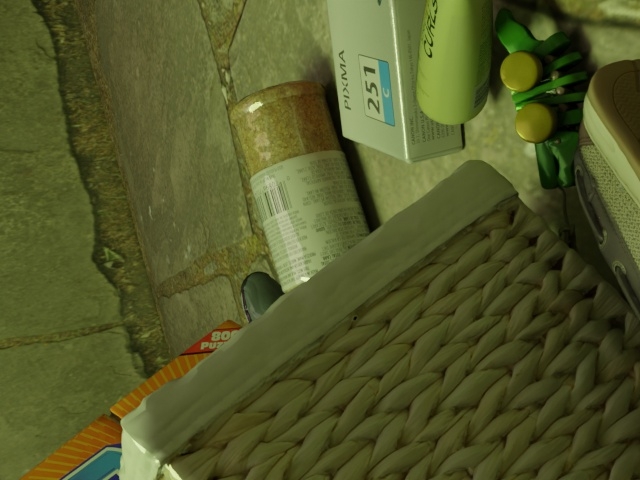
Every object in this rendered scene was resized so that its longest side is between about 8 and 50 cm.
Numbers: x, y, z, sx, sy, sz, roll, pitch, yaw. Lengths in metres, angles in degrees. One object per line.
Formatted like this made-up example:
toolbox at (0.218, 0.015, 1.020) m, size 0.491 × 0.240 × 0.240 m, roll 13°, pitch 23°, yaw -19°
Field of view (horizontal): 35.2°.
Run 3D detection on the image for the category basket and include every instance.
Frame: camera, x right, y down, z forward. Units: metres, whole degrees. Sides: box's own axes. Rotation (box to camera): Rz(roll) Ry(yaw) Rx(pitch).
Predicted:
basket at (0.064, 0.182, 0.732) m, size 0.266 × 0.331 × 0.328 m, roll 44°, pitch 151°, yaw 17°

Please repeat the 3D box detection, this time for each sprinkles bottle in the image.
sprinkles bottle at (0.000, 0.000, 1.155) m, size 0.121 × 0.121 × 0.356 m, roll 141°, pitch 113°, yaw -70°

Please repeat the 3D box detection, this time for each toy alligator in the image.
toy alligator at (0.172, -0.079, 0.713) m, size 0.051 × 0.056 × 0.190 m, roll -18°, pitch 87°, yaw 31°

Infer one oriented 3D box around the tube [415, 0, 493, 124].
tube at (0.099, -0.164, 0.732) m, size 0.070 × 0.062 × 0.240 m, roll 52°, pitch 172°, yaw 18°

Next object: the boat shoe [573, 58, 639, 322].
boat shoe at (0.224, 0.024, 0.570) m, size 0.092 × 0.102 × 0.285 m, roll 95°, pitch 158°, yaw -57°

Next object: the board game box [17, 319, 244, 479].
board game box at (-0.074, 0.376, 1.059) m, size 0.356 × 0.356 × 0.356 m, roll 25°, pitch 139°, yaw 38°

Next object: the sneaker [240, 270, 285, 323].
sneaker at (-0.035, 0.136, 1.454) m, size 0.224 × 0.083 × 0.098 m, roll 62°, pitch 150°, yaw 6°

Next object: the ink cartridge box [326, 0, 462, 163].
ink cartridge box at (0.035, -0.244, 0.956) m, size 0.261 × 0.066 × 0.296 m, roll -145°, pitch 44°, yaw -61°
